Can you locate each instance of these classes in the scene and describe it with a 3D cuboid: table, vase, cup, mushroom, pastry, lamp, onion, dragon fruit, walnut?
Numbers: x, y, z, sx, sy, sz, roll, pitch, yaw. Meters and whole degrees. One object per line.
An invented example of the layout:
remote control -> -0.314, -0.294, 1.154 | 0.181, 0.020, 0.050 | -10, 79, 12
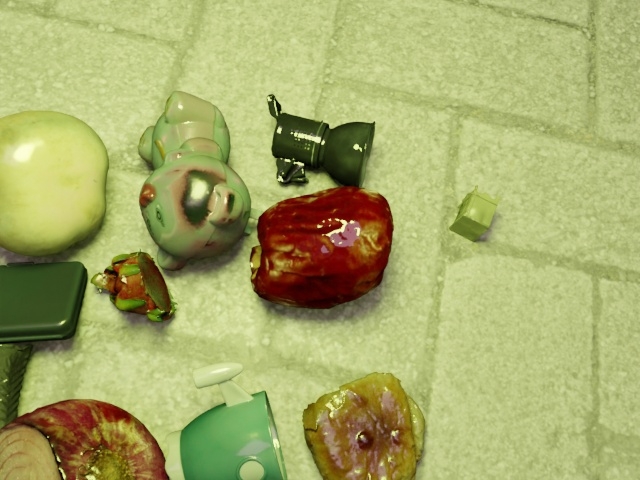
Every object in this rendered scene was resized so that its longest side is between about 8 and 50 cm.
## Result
table -> 0.323, -0.058, 1.101 | 0.062, 0.079, 0.083 | 28, 68, 2
vase -> -0.533, 0.297, 0.863 | 0.115, 0.115, 0.238 | -7, 74, -9
cup -> -0.155, 0.346, 0.859 | 0.173, 0.167, 0.300 | -14, 98, -5
mushroom -> -0.518, -0.110, 0.958 | 0.234, 0.254, 0.260 | 14, 58, 38
pastry -> 0.076, 0.336, 0.918 | 0.228, 0.100, 0.219 | 15, 69, -2
lamp -> -0.225, -0.103, 1.005 | 0.247, 0.247, 0.301 | 18, 48, -42
onion -> -0.352, 0.371, 0.795 | 0.230, 0.272, 0.256 | 13, 69, -51
dragon fruit -> -0.334, 0.086, 0.962 | 0.174, 0.139, 0.142 | -7, 25, 21
walnut -> 0.000, 0.000, 0.986 | 0.268, 0.222, 0.244 | 0, 39, -1
lamp -> -0.014, -0.192, 1.094 | 0.227, 0.147, 0.172 | 13, 92, 7

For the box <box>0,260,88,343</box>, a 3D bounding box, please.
box -> -0.543, 0.110, 0.927 | 0.230, 0.050, 0.160 | -3, 46, -7
